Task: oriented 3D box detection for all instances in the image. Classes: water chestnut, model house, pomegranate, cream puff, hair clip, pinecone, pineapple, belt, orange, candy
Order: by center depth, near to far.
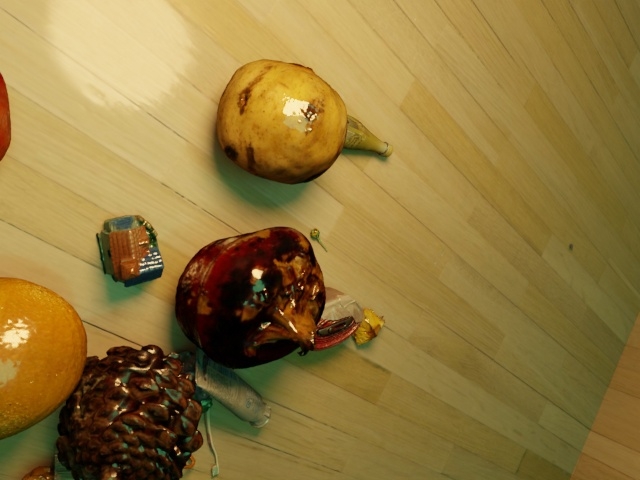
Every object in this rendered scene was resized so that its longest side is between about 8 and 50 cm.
[{"bbox_3d":[-0.546,0.200,0.782,0.275,0.274,0.274,-5,100,-31],"label":"orange"},{"bbox_3d":[-0.365,0.348,0.909,0.298,0.295,0.242,-39,136,17],"label":"pinecone"},{"bbox_3d":[-0.537,0.502,0.919,0.094,0.116,0.122,-35,143,-3],"label":"cream puff"},{"bbox_3d":[-0.370,0.027,0.932,0.120,0.149,0.148,-11,105,-31],"label":"model house"},{"bbox_3d":[-0.120,0.131,0.998,0.335,0.347,0.334,-13,111,-38],"label":"water chestnut"},{"bbox_3d":[-0.084,-0.254,1.004,0.281,0.281,0.280,-5,100,-31],"label":"pomegranate"},{"bbox_3d":[-0.314,0.343,1.080,0.124,0.052,0.195,-6,108,-12],"label":"hair clip"},{"bbox_3d":[0.013,0.207,1.212,0.201,0.124,0.127,-21,109,-27],"label":"belt"},{"bbox_3d":[0.000,0.000,1.237,0.023,0.025,0.083,-32,125,6],"label":"candy"},{"bbox_3d":[0.153,0.244,1.338,0.114,0.077,0.114,-18,111,-43],"label":"pineapple"}]

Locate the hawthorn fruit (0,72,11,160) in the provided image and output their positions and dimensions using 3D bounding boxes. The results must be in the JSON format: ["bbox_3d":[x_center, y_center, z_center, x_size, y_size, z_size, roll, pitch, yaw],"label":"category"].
[{"bbox_3d":[-0.606,-0.225,0.727,0.224,0.224,0.260,14,67,-33],"label":"hawthorn fruit"}]

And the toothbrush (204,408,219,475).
[{"bbox_3d":[-0.268,0.488,1.142,0.022,0.017,0.203,-17,108,-49],"label":"toothbrush"}]

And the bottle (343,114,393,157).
[{"bbox_3d":[0.086,-0.275,1.211,0.270,0.083,0.083,14,90,-37],"label":"bottle"}]

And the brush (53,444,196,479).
[{"bbox_3d":[-0.415,0.486,1.018,0.315,0.090,0.017,22,111,-38],"label":"brush"}]

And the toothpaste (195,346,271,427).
[{"bbox_3d":[-0.211,0.349,1.082,0.073,0.114,0.299,-23,131,9],"label":"toothpaste"}]
